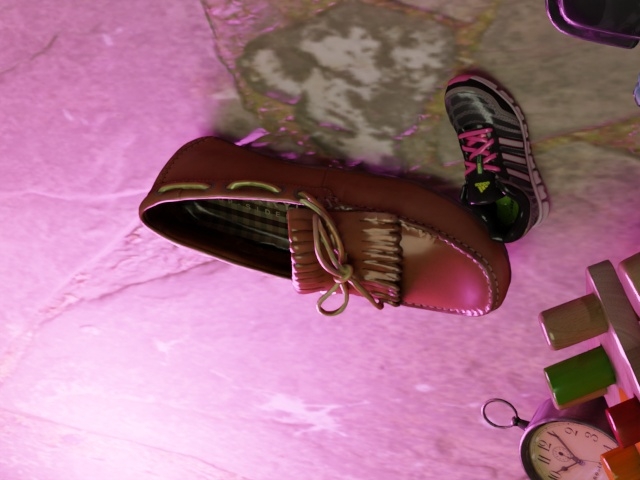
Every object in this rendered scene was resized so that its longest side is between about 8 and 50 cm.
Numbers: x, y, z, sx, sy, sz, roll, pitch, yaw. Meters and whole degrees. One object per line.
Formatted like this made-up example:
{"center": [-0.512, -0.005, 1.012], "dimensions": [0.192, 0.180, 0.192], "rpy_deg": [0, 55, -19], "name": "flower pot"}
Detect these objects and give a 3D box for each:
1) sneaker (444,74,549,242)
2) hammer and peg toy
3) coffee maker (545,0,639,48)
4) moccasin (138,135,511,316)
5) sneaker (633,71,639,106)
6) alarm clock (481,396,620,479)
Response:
{"center": [0.155, -0.069, 1.357], "dimensions": [0.063, 0.075, 0.170], "rpy_deg": [-8, 119, 36], "name": "sneaker"}
{"center": [0.280, 0.156, 1.247], "dimensions": [0.127, 0.266, 0.361], "rpy_deg": [-21, 156, 2], "name": "hammer and peg toy"}
{"center": [0.230, -0.226, 1.116], "dimensions": [0.171, 0.178, 0.120], "rpy_deg": [-6, 120, 35], "name": "coffee maker"}
{"center": [0.000, -0.002, 1.453], "dimensions": [0.380, 0.147, 0.139], "rpy_deg": [21, 132, 17], "name": "moccasin"}
{"center": [0.376, -0.098, 1.148], "dimensions": [0.283, 0.110, 0.122], "rpy_deg": [33, 128, 26], "name": "sneaker"}
{"center": [0.254, 0.207, 1.519], "dimensions": [0.192, 0.064, 0.129], "rpy_deg": [23, 133, 12], "name": "alarm clock"}
